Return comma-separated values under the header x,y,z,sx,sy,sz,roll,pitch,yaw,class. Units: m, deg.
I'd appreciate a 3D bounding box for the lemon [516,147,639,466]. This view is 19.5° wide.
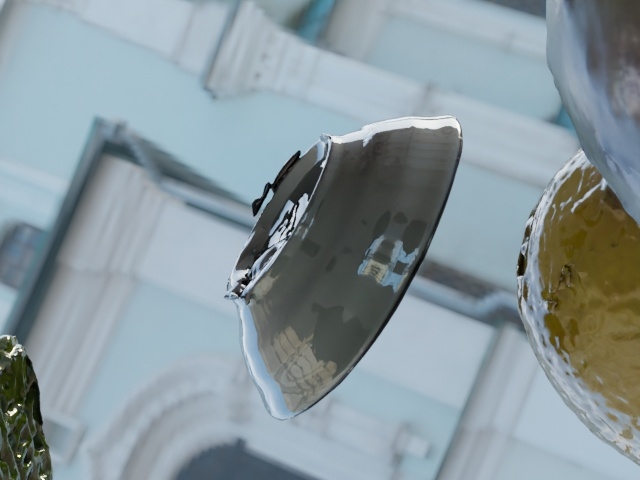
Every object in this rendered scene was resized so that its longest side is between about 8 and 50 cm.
x,y,z,sx,sy,sz,roll,pitch,yaw,class
0.242,0.037,1.146,0.228,0.228,0.253,-42,-72,-44,lemon

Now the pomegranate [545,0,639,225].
x,y,z,sx,sy,sz,roll,pitch,yaw,class
0.198,-0.083,0.569,0.306,0.242,0.242,-15,-58,-72,pomegranate

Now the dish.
x,y,z,sx,sy,sz,roll,pitch,yaw,class
0.000,0.000,1.655,0.316,0.106,0.316,-53,14,20,dish

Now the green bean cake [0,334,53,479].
x,y,z,sx,sy,sz,roll,pitch,yaw,class
-0.267,0.210,1.346,0.222,0.125,0.248,-75,-20,-68,green bean cake
